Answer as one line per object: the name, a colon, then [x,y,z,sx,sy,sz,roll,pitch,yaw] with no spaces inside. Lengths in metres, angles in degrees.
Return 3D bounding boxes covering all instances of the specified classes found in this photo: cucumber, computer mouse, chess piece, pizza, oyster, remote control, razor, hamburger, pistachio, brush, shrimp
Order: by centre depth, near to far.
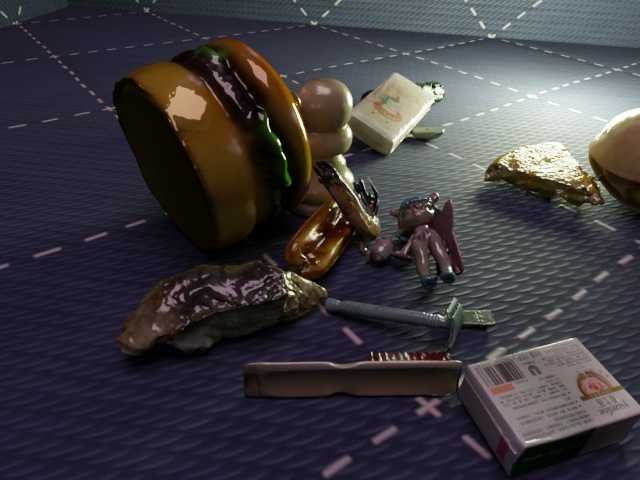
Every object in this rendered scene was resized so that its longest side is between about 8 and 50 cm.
brush: [0.048,0.198,0.711,0.322,0.060,0.050,0,24,-4]
oyster: [-0.150,0.098,0.786,0.342,0.110,0.166,-3,37,-9]
razor: [0.118,0.124,0.802,0.232,0.068,0.106,6,6,21]
remote control: [0.258,0.139,0.841,0.096,0.014,0.039,2,36,1]
hamburger: [-0.188,-0.187,0.950,0.278,0.395,0.396,-33,48,-26]
shrimp: [0.069,-0.103,1.015,0.046,0.219,0.152,-27,26,32]
chess piece: [0.007,-0.210,1.062,0.167,0.299,0.166,3,38,-2]
pistachio: [0.809,-0.202,1.184,0.230,0.229,0.308,7,47,5]
pizza: [0.595,-0.156,1.228,0.280,0.075,0.287,-16,42,-17]
computer mouse: [0.331,-0.333,1.481,0.111,0.032,0.055,5,34,20]
cucumber: [0.309,-0.507,1.666,0.360,0.096,0.096,-20,42,-27]

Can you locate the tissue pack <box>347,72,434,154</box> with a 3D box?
tissue pack: [0.218,-0.399,1.461,0.170,0.071,0.325,35,52,8]

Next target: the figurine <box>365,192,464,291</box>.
figurine: [0.196,0.012,0.960,0.206,0.102,0.260,-28,34,18]

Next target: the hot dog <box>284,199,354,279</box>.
hot dog: [0.000,0.000,0.955,0.100,0.068,0.249,47,37,-5]

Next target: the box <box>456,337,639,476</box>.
box: [0.317,0.229,0.668,0.199,0.081,0.135,-10,39,-14]

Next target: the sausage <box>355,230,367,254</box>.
sausage: [0.087,0.000,1.018,0.015,0.015,0.100,-1,37,-6]
